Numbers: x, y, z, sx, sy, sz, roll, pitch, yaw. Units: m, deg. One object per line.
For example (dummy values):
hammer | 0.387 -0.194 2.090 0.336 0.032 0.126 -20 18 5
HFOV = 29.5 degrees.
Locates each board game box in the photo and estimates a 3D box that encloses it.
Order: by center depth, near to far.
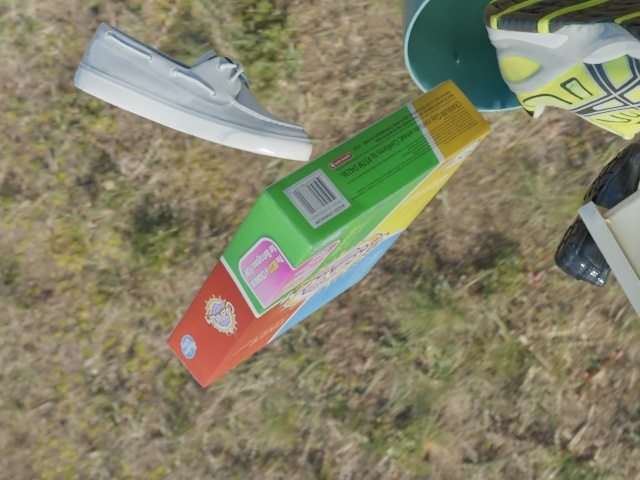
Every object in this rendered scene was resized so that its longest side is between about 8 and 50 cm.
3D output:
board game box | 0.000 0.000 1.168 0.064 0.242 0.316 51 146 9

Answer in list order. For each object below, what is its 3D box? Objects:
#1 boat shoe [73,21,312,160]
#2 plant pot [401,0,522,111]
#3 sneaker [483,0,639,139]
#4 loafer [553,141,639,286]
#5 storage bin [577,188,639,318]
boat shoe | -0.088 -0.111 0.902 0.184 0.066 0.063 21 97 8
plant pot | 0.249 -0.371 1.767 0.293 0.293 0.235 -32 46 28
sneaker | 0.345 -0.181 1.223 0.385 0.145 0.147 20 140 46
loafer | 0.378 -0.033 1.576 0.078 0.223 0.076 35 151 -2
storage bin | 0.332 0.073 0.786 0.123 0.260 0.262 -40 59 26
